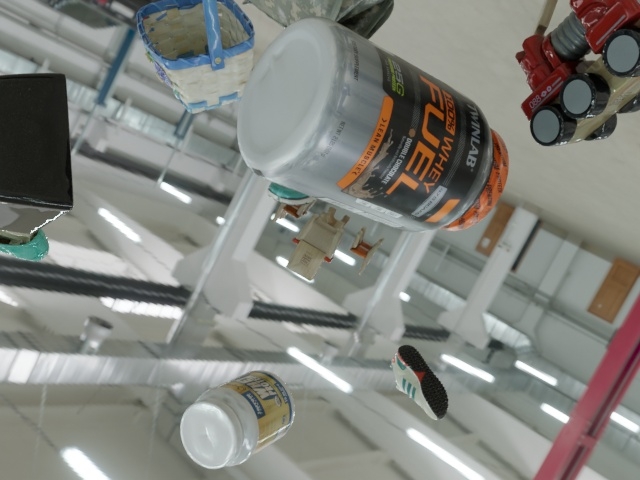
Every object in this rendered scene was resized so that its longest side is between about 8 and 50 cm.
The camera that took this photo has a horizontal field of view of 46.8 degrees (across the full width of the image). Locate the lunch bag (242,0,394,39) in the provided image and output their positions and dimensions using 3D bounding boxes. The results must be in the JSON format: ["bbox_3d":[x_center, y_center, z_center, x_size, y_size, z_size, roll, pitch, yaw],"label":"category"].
[{"bbox_3d":[0.007,-0.434,1.081,0.235,0.287,0.169,42,-146,21],"label":"lunch bag"}]

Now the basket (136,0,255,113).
[{"bbox_3d":[-0.234,-0.401,1.377,0.201,0.288,0.254,-17,-135,-18],"label":"basket"}]

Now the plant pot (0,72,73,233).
[{"bbox_3d":[-0.447,-0.115,0.985,0.167,0.188,0.187,-1,171,-38],"label":"plant pot"}]

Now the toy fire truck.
[{"bbox_3d":[0.350,-0.278,0.988,0.159,0.217,0.246,-12,-113,-32],"label":"toy fire truck"}]

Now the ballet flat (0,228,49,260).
[{"bbox_3d":[-0.670,-0.026,1.490,0.247,0.087,0.083,13,-134,-5],"label":"ballet flat"}]

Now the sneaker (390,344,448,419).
[{"bbox_3d":[0.191,0.289,1.464,0.057,0.075,0.161,-14,-121,-33],"label":"sneaker"}]

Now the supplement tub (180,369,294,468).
[{"bbox_3d":[-0.153,0.333,1.384,0.144,0.144,0.200,29,-163,21],"label":"supplement tub"}]

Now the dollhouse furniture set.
[{"bbox_3d":[0.000,0.000,1.794,0.262,0.135,0.259,31,-168,5],"label":"dollhouse furniture set"}]

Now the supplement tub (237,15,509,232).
[{"bbox_3d":[0.079,-0.132,0.970,0.338,0.207,0.207,17,-169,-37],"label":"supplement tub"}]

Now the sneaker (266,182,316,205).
[{"bbox_3d":[-0.027,-0.170,1.719,0.107,0.110,0.275,28,-137,22],"label":"sneaker"}]
